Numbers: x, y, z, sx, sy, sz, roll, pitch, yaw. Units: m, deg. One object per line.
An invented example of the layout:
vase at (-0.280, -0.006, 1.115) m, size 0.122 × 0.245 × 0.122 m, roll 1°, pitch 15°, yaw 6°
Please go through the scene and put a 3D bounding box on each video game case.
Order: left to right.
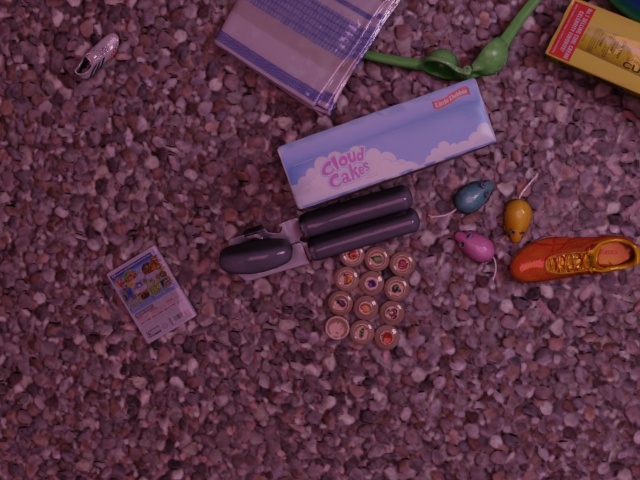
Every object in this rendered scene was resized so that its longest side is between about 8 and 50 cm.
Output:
video game case at (-0.250, 0.080, 1.174) m, size 0.087 × 0.011 × 0.122 m, roll -30°, pitch 91°, yaw 7°

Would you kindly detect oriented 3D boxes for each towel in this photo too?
towel at (0.001, -0.340, 1.099) m, size 0.209 × 0.034 × 0.285 m, roll 34°, pitch 95°, yaw 13°

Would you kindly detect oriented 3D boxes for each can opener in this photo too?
can opener at (0.000, 0.000, 1.101) m, size 0.281 × 0.093 × 0.074 m, roll -18°, pitch 116°, yaw 5°

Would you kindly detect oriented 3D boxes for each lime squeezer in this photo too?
lime squeezer at (0.186, -0.269, 1.085) m, size 0.311 × 0.059 × 0.109 m, roll -16°, pitch 93°, yaw 7°

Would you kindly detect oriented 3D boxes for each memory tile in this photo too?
memory tile at (0.070, 0.080, 1.143) m, size 0.113 × 0.012 × 0.147 m, roll 12°, pitch 95°, yaw 5°

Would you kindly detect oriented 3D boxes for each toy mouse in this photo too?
toy mouse at (0.224, -0.026, 1.111) m, size 0.143 × 0.031 × 0.160 m, roll 9°, pitch 95°, yaw 5°

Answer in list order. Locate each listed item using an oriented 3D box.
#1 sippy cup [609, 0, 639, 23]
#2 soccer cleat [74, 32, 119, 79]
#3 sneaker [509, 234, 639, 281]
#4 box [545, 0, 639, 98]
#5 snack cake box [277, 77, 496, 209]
sippy cup at (0.476, -0.412, 0.966) m, size 0.224 × 0.240 × 0.305 m, roll -43°, pitch 95°, yaw -10°
soccer cleat at (-0.324, -0.267, 1.143) m, size 0.083 × 0.035 × 0.029 m, roll -44°, pitch 89°, yaw 7°
sneaker at (0.348, 0.022, 1.085) m, size 0.175 × 0.067 × 0.064 m, roll -12°, pitch 95°, yaw 8°
box at (0.421, -0.233, 1.032) m, size 0.232 × 0.058 × 0.087 m, roll 30°, pitch 103°, yaw 19°
snack cake box at (0.088, -0.124, 1.056) m, size 0.265 × 0.152 × 0.089 m, roll -19°, pitch 92°, yaw 7°
